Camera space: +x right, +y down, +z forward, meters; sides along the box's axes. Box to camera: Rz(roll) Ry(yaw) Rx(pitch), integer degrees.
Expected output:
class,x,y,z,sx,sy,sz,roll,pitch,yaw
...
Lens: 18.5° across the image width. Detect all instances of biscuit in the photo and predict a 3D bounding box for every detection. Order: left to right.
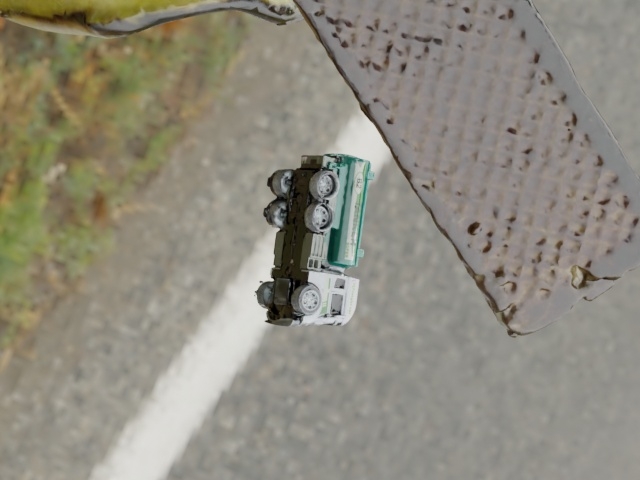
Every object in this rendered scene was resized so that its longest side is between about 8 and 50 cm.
class,x,y,z,sx,sy,sz,roll,pitch,yaw
biscuit,0.047,-0.128,1.040,0.107,0.388,0.073,-33,-163,4

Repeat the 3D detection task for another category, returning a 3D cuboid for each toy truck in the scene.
class,x,y,z,sx,sy,sz,roll,pitch,yaw
toy truck,0.000,0.000,0.912,0.044,0.039,0.083,9,87,-36

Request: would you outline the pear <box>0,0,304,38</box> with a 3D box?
class,x,y,z,sx,sy,sz,roll,pitch,yaw
pear,-0.110,-0.234,1.218,0.267,0.267,0.178,-38,126,-53
